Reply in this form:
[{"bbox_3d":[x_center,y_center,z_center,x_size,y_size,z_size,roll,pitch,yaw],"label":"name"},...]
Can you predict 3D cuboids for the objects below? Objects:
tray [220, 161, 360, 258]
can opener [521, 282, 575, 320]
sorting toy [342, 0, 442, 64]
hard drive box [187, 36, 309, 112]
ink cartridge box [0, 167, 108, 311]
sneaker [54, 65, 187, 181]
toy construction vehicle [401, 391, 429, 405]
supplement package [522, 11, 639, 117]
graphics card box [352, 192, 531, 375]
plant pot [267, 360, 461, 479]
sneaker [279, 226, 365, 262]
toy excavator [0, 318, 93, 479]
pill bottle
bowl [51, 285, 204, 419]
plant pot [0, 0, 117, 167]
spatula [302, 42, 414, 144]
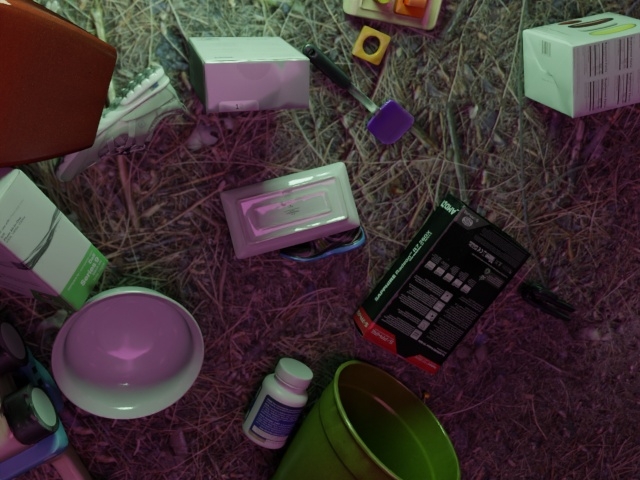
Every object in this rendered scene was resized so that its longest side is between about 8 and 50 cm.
[{"bbox_3d":[-0.059,-0.063,1.613,0.271,0.030,0.145,-15,93,-9],"label":"tray"},{"bbox_3d":[0.558,0.156,1.905,0.186,0.073,0.059,31,94,-35],"label":"can opener"},{"bbox_3d":[0.155,-0.505,1.499,0.196,0.047,0.347,6,112,-19],"label":"sorting toy"},{"bbox_3d":[-0.134,-0.303,1.399,0.181,0.232,0.089,-5,114,-14],"label":"hard drive box"},{"bbox_3d":[-0.540,-0.013,1.355,0.121,0.211,0.289,-63,152,-24],"label":"ink cartridge box"},{"bbox_3d":[-0.371,-0.193,1.450,0.281,0.105,0.115,-39,118,3],"label":"sneaker"},{"bbox_3d":[0.227,0.421,1.941,0.086,0.035,0.098,2,110,-5],"label":"toy construction vehicle"},{"bbox_3d":[0.552,-0.363,1.595,0.203,0.194,0.149,-14,117,-11],"label":"supplement package"},{"bbox_3d":[0.274,0.104,1.778,0.233,0.094,0.370,31,103,-25],"label":"graphics card box"},{"bbox_3d":[0.066,0.530,1.789,0.367,0.366,0.353,31,114,-26],"label":"plant pot"},{"bbox_3d":[0.000,0.000,1.677,0.188,0.067,0.078,-17,95,-7],"label":"sneaker"},{"bbox_3d":[-0.589,0.399,1.601,0.222,0.445,0.432,-29,77,-2],"label":"toy excavator"},{"bbox_3d":[-0.093,0.367,1.775,0.112,0.112,0.186,20,107,-23],"label":"pill bottle"},{"bbox_3d":[-0.395,0.207,1.604,0.298,0.134,0.297,-6,115,-14],"label":"bowl"},{"bbox_3d":[-0.497,-0.276,1.286,0.236,0.267,0.267,0,117,-47],"label":"plant pot"},{"bbox_3d":[0.072,-0.297,1.576,0.296,0.030,0.084,36,101,-27],"label":"spatula"}]
